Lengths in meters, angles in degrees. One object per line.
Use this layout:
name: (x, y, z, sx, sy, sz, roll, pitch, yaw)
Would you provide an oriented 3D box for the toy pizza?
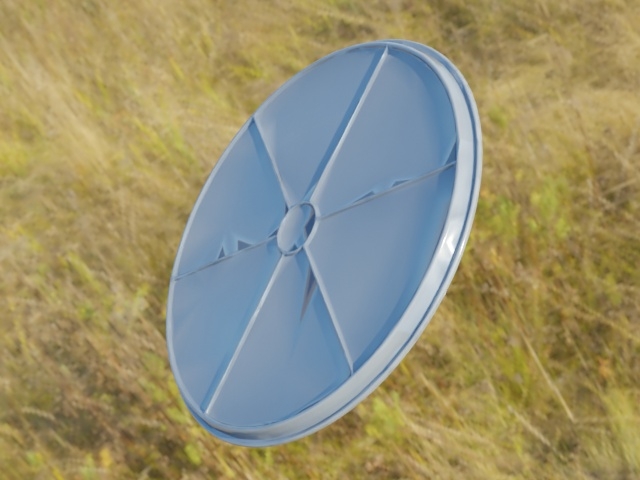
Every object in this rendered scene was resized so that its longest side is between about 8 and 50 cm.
toy pizza: (0.000, 0.000, 0.508, 0.201, 0.032, 0.201, -30, 46, 36)
